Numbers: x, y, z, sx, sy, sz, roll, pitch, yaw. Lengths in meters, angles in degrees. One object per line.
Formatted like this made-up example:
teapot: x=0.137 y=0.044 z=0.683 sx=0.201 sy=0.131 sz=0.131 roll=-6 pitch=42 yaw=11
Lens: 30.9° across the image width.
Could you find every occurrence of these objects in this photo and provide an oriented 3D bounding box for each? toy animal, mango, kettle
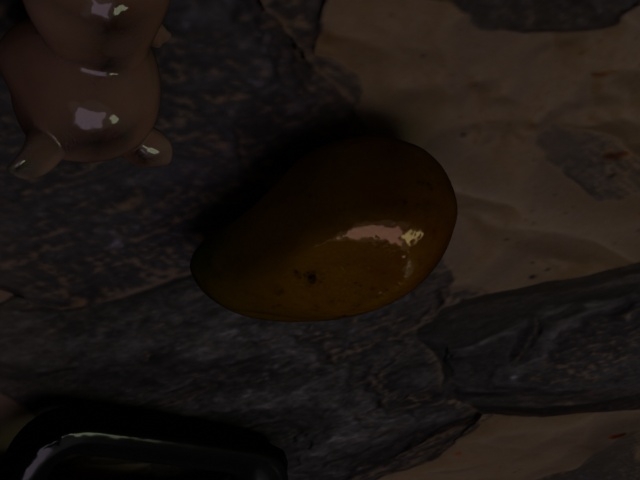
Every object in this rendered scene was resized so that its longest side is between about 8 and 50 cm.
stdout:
toy animal: x=-0.108 y=-0.092 z=0.536 sx=0.083 sy=0.089 sz=0.150 roll=-1 pitch=133 yaw=-11
mango: x=0.006 y=0.002 z=0.688 sx=0.115 sy=0.089 sz=0.165 roll=23 pitch=133 yaw=-37
kettle: x=-0.204 y=0.259 z=0.913 sx=0.308 sy=0.262 sz=0.203 roll=13 pitch=171 yaw=-35
